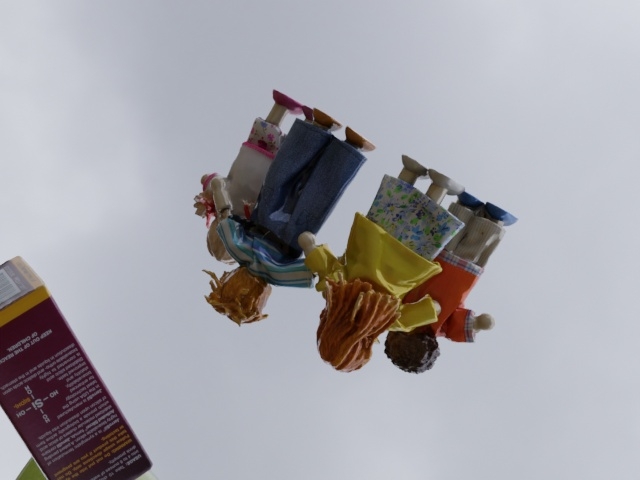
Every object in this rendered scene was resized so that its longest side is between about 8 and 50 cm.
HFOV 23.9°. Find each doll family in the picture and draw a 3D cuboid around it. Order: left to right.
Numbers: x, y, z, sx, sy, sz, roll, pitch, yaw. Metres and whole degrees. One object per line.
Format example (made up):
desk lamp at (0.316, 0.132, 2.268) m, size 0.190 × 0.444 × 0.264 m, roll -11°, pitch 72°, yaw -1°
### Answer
doll family at (0.000, 0.000, 1.081) m, size 0.263 × 0.118 × 0.163 m, roll 29°, pitch -88°, yaw 23°

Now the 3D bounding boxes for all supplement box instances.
supplement box at (-0.225, 0.119, 1.244) m, size 0.188 × 0.081 × 0.104 m, roll 63°, pitch -13°, yaw -22°

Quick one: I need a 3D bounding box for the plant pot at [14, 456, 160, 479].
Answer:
plant pot at (-0.291, 0.407, 2.055) m, size 0.293 × 0.275 × 0.275 m, roll 33°, pitch -44°, yaw -4°
